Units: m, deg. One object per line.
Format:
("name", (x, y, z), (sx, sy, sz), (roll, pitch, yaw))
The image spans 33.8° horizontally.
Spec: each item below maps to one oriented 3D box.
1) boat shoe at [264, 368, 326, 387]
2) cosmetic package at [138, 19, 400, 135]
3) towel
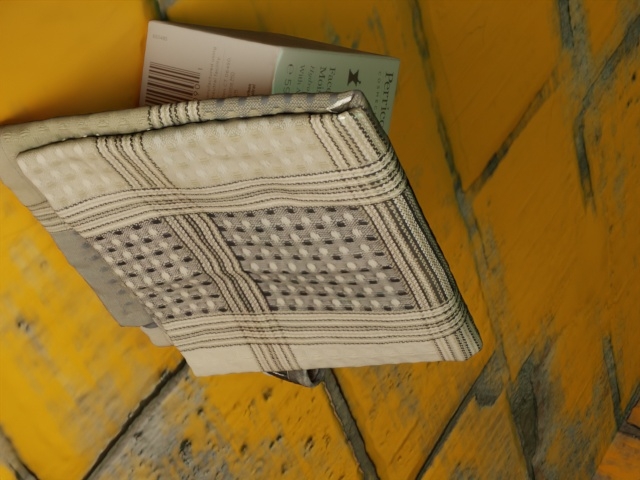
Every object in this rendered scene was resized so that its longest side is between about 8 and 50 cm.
("boat shoe", (-0.003, 0.000, 1.090), (0.113, 0.105, 0.306), (12, 94, -56))
("cosmetic package", (-0.047, -0.105, 0.939), (0.184, 0.151, 0.151), (-9, 112, -53))
("towel", (-0.065, 0.013, 0.832), (0.312, 0.324, 0.056), (59, 37, -47))
